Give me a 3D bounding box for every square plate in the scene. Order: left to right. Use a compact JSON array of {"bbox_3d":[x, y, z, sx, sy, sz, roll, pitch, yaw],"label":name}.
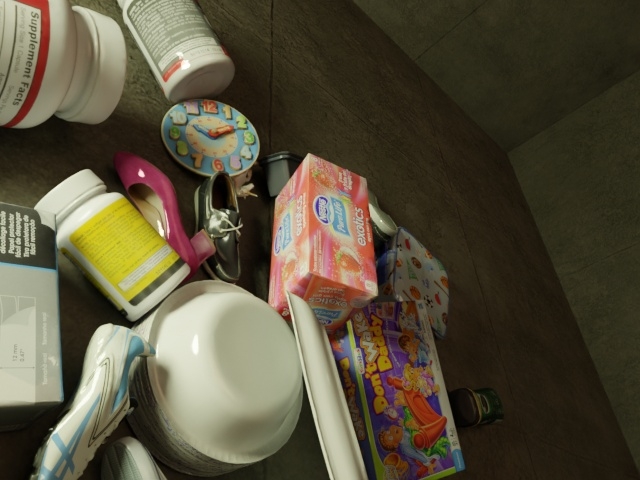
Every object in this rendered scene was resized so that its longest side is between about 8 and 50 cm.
[{"bbox_3d":[0.023,0.282,0.809,0.347,0.049,0.344,80,-6,-65],"label":"square plate"}]

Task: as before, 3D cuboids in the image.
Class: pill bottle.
[{"bbox_3d":[-0.483,-0.275,0.664,0.408,0.229,0.229,1,61,-53],"label":"pill bottle"},{"bbox_3d":[-0.304,0.006,0.748,0.208,0.119,0.119,50,33,-11],"label":"pill bottle"},{"bbox_3d":[-0.317,-0.447,1.092,0.161,0.161,0.283,-21,79,-57],"label":"pill bottle"}]

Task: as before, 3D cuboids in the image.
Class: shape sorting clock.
[{"bbox_3d":[-0.227,-0.218,1.069,0.206,0.040,0.206,12,53,-17],"label":"shape sorting clock"}]

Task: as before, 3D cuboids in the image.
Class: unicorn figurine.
[{"bbox_3d":[-0.184,-0.155,1.114,0.162,0.060,0.111,39,43,0],"label":"unicorn figurine"}]

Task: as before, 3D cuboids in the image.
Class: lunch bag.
[{"bbox_3d":[0.231,0.116,1.356,0.243,0.115,0.303,38,37,-22],"label":"lunch bag"}]

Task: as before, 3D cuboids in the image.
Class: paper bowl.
[{"bbox_3d":[-0.142,0.193,0.772,0.284,0.148,0.284,32,41,-33],"label":"paper bowl"}]

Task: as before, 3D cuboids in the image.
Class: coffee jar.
[{"bbox_3d":[0.398,0.432,1.320,0.184,0.079,0.096,18,51,-45],"label":"coffee jar"}]

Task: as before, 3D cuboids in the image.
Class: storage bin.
[{"bbox_3d":[-0.086,-0.145,1.193,0.135,0.098,0.091,4,75,-69],"label":"storage bin"}]

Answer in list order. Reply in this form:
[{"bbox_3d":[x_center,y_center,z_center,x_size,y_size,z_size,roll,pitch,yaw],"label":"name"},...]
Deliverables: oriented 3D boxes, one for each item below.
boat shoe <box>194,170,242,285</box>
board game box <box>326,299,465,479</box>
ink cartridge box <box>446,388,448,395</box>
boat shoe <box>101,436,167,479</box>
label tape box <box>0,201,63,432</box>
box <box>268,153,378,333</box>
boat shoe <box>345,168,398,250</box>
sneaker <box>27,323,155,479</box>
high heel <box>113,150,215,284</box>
[{"bbox_3d":[-0.188,-0.025,0.968,0.084,0.079,0.233,16,52,-45],"label":"boat shoe"},{"bbox_3d":[0.143,0.299,1.014,0.233,0.078,0.347,2,69,-37],"label":"board game box"},{"bbox_3d":[0.148,0.280,1.150,0.371,0.069,0.176,48,34,-8],"label":"ink cartridge box"},{"bbox_3d":[-0.203,0.348,0.632,0.076,0.083,0.226,-6,77,-67],"label":"boat shoe"},{"bbox_3d":[-0.457,0.066,0.506,0.348,0.115,0.249,16,50,-47],"label":"label tape box"},{"bbox_3d":[0.000,0.002,0.971,0.142,0.154,0.300,21,45,-23],"label":"box"},{"bbox_3d":[0.107,-0.089,1.387,0.114,0.091,0.302,32,21,-31],"label":"boat shoe"},{"bbox_3d":[-0.268,0.216,0.593,0.086,0.085,0.237,28,62,-19],"label":"sneaker"},{"bbox_3d":[-0.291,-0.037,0.858,0.244,0.082,0.117,55,42,-9],"label":"high heel"}]
